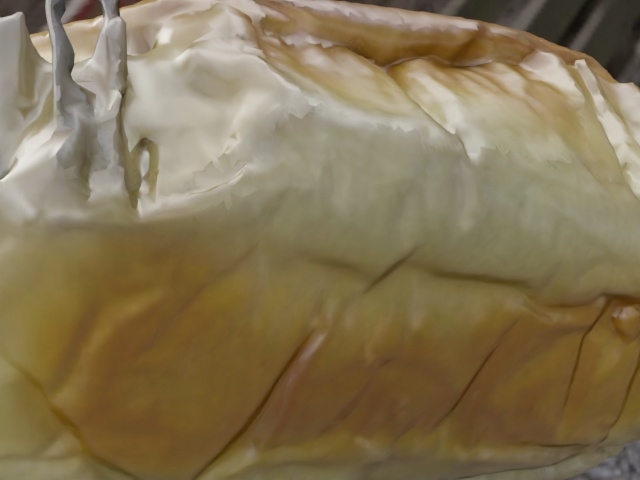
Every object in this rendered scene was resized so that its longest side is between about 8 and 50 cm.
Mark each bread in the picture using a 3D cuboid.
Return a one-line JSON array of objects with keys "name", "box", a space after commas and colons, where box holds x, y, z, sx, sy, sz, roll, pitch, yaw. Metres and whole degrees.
[{"name": "bread", "box": [-0.006, 0.010, 0.631, 0.388, 0.236, 0.183, 8, 37, -27]}]
